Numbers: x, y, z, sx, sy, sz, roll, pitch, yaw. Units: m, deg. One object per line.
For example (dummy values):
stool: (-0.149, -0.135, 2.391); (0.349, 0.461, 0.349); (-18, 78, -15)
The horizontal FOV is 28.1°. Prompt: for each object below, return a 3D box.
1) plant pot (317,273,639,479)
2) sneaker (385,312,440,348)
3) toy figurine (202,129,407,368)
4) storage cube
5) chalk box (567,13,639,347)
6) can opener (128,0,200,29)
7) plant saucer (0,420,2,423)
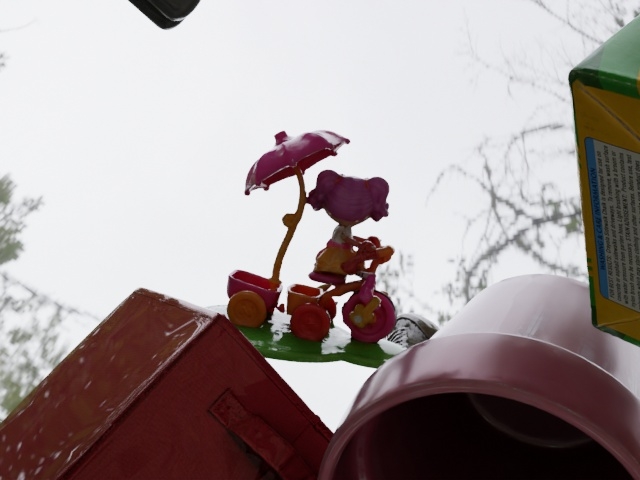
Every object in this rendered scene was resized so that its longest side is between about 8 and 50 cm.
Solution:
plant pot: (0.118, 0.117, 0.752); (0.201, 0.180, 0.201); (10, -58, 17)
sneaker: (0.092, 0.127, 1.320); (0.071, 0.188, 0.066); (25, -68, -27)
toy figurine: (0.000, 0.000, 0.940); (0.173, 0.130, 0.159); (12, -80, 7)
storage cube: (-0.100, 0.166, 0.822); (0.193, 0.215, 0.184); (-46, -71, -15)
chalk box: (0.215, -0.049, 0.499); (0.132, 0.213, 0.132); (24, -39, 41)
can opener: (-0.239, -0.280, 1.140); (0.283, 0.076, 0.095); (41, -107, -12)
plant saucer: (-0.341, 0.167, 1.094); (0.317, 0.317, 0.044); (24, -93, -4)
